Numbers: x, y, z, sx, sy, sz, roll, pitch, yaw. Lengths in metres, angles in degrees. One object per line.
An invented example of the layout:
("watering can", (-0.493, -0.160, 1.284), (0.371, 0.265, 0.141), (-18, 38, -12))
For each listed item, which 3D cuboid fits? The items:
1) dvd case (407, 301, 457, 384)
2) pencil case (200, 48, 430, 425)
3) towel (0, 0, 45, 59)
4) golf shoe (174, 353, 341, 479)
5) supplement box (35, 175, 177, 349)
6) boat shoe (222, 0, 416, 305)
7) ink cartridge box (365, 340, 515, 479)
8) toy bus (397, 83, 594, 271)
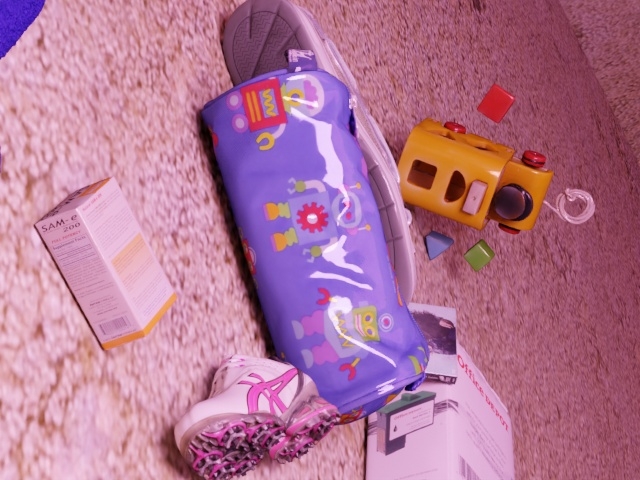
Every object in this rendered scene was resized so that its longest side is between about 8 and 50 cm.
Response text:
("dvd case", (0.068, 0.091, 1.194), (0.087, 0.119, 0.013), (-85, -177, -46))
("pencil case", (0.000, 0.000, 1.077), (0.119, 0.133, 0.306), (126, -52, -81))
("towel", (-0.232, -0.244, 0.811), (0.228, 0.076, 0.308), (59, 25, -25))
("golf shoe", (-0.060, 0.125, 0.938), (0.086, 0.067, 0.186), (48, 16, 19))
("supplement box", (-0.142, 0.015, 0.856), (0.098, 0.036, 0.062), (64, 23, -14))
("boat shoe", (0.012, -0.077, 1.191), (0.103, 0.118, 0.320), (-14, 78, -63))
("ink cartridge box", (0.116, 0.223, 1.205), (0.160, 0.092, 0.219), (54, 27, -36))
("toy bus", (0.181, -0.062, 1.461), (0.191, 0.202, 0.104), (63, 24, -5))
